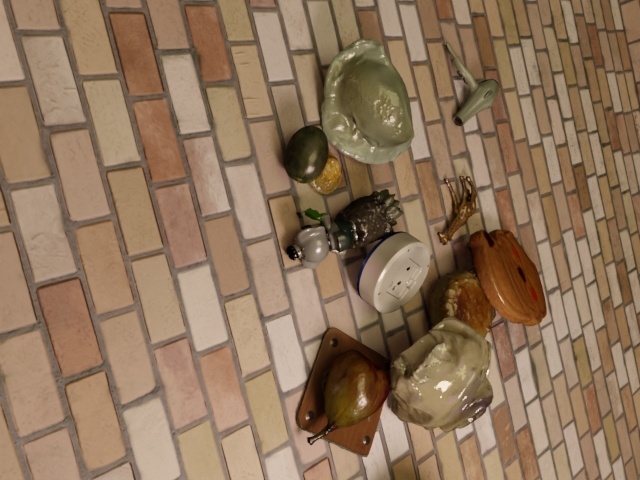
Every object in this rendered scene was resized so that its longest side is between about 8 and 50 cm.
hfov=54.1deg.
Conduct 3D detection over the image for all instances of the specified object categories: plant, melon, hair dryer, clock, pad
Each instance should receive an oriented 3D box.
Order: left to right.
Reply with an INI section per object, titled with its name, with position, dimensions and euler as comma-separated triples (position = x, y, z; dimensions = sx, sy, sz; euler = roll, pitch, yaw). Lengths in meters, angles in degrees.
[melon]
position = -0.037, -0.221, 1.639
dimensions = 0.114, 0.114, 0.167
euler = 31, 65, -33
[pad]
position = 0.075, 0.416, 1.717
dimensions = 0.284, 0.018, 0.286
euler = 35, 62, -31
[plant]
position = 0.138, -0.059, 1.759
dimensions = 0.194, 0.129, 0.132
euler = -29, 105, -35
[clock]
position = 0.209, 0.092, 1.758
dimensions = 0.230, 0.083, 0.230
euler = -29, 138, -30
[hair dryer]
position = 0.483, -0.519, 2.159
dimensions = 0.267, 0.092, 0.229
euler = 32, 70, -17

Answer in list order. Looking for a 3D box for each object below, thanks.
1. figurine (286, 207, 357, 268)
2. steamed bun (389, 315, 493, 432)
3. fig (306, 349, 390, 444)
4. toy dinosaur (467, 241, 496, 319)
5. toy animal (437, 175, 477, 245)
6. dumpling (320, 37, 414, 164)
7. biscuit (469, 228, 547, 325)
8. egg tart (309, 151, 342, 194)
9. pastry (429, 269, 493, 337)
[figurine]
position = 0.000, 0.000, 1.641
dimensions = 0.192, 0.126, 0.147
euler = -21, 127, -16
[steamed bun]
position = 0.358, 0.403, 1.733
dimensions = 0.394, 0.237, 0.346
euler = 6, 114, -54
[fig]
position = 0.062, 0.417, 1.614
dimensions = 0.170, 0.145, 0.274
euler = 48, 68, -22
[toy dinosaur]
position = 0.574, 0.140, 2.129
dimensions = 0.162, 0.077, 0.294
euler = -42, 111, -39
[toy animal]
position = 0.458, -0.099, 2.081
dimensions = 0.149, 0.054, 0.275
euler = 25, 70, -32
[dumpling]
position = 0.153, -0.387, 1.761
dimensions = 0.270, 0.212, 0.320
euler = -23, 89, -37
[biscuit]
position = 0.652, 0.124, 2.120
dimensions = 0.455, 0.078, 0.349
euler = -4, 74, -54
[egg tart]
position = 0.019, -0.189, 1.726
dimensions = 0.129, 0.049, 0.128
euler = 4, 83, -40
[pastry]
position = 0.438, 0.220, 1.982
dimensions = 0.236, 0.121, 0.257
euler = 47, 60, -21
